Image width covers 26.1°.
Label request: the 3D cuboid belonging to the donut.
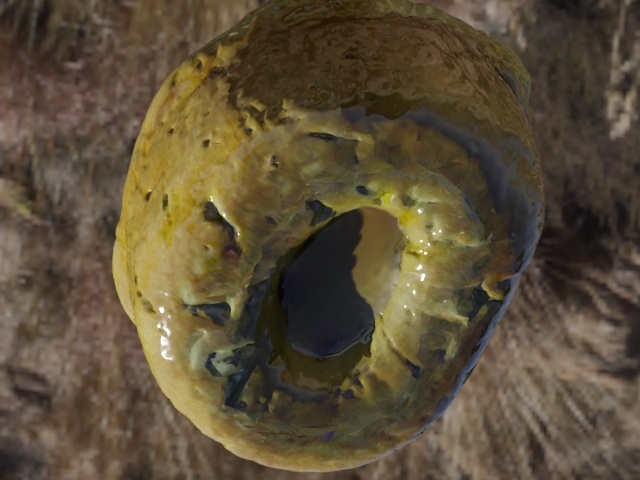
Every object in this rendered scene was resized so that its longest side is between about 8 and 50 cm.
[{"bbox_3d":[0.000,0.000,0.728,0.208,0.261,0.128,9,-150,-15],"label":"donut"}]
